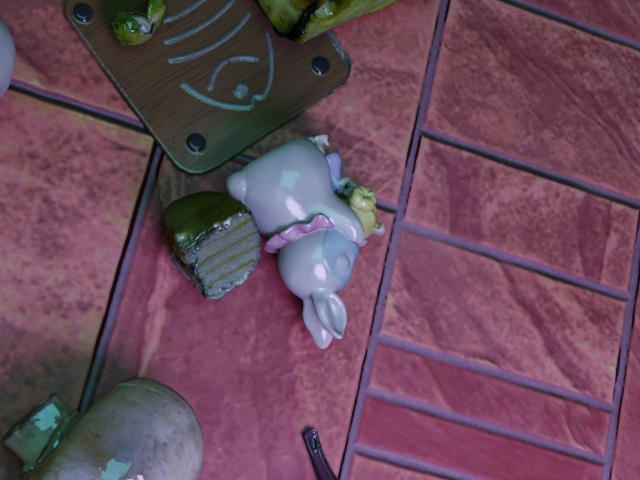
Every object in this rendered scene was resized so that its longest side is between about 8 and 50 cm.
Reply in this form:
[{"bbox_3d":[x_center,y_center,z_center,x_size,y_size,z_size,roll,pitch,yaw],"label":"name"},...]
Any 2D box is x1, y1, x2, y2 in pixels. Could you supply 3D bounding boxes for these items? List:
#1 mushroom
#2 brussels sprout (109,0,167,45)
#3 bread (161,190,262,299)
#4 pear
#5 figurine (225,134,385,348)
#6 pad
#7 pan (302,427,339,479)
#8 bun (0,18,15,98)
[{"bbox_3d":[-0.237,0.242,1.430,0.195,0.189,0.253,45,58,-1],"label":"mushroom"},{"bbox_3d":[-0.221,-0.273,1.652,0.083,0.046,0.051,-42,96,-23],"label":"brussels sprout"},{"bbox_3d":[-0.134,-0.013,1.567,0.103,0.156,0.110,-28,64,-18],"label":"bread"},{"bbox_3d":[0.051,-0.396,1.677,0.255,0.238,0.164,-26,75,-31],"label":"pear"},{"bbox_3d":[0.000,0.000,1.616,0.155,0.127,0.235,-23,83,-43],"label":"figurine"},{"bbox_3d":[-0.138,-0.255,1.707,0.286,0.018,0.284,-35,87,-22],"label":"pad"},{"bbox_3d":[0.026,0.319,1.568,0.115,0.040,0.212,-13,79,-26],"label":"pan"},{"bbox_3d":[-0.432,-0.192,1.536,0.173,0.120,0.173,-6,48,6],"label":"bun"}]
